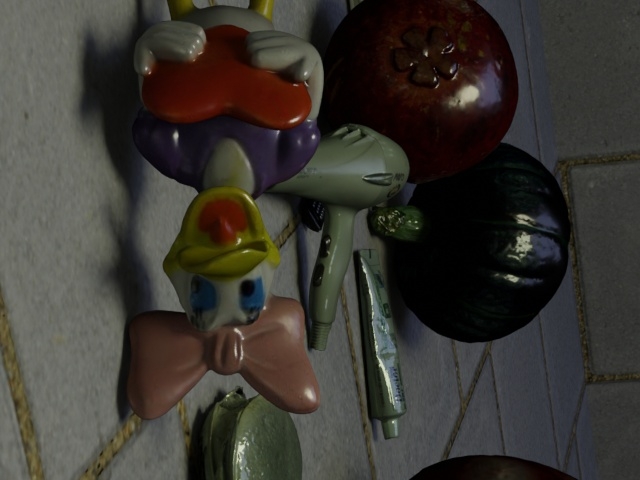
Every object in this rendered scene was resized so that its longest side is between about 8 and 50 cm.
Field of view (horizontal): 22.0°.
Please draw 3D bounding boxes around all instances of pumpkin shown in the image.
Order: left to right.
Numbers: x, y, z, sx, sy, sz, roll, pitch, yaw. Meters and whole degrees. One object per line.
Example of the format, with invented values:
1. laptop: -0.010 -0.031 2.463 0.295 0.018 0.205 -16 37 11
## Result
1. pumpkin: 0.166 -0.007 1.976 0.248 0.248 0.248 -5 90 -74

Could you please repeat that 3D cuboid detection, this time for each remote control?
1. remote control: -0.003 -0.045 1.704 0.034 0.016 0.091 58 28 -26

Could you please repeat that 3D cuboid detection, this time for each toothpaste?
1. toothpaste: 0.067 0.117 1.869 0.064 0.041 0.218 0 82 -68

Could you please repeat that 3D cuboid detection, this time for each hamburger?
1. hamburger: -0.060 0.192 1.369 0.140 0.062 0.133 -54 133 -63

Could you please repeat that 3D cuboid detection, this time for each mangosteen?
1. mangosteen: 0.102 -0.159 1.789 0.257 0.215 0.215 105 -14 -74

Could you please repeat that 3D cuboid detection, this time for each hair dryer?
1. hair dryer: -0.010 -0.021 1.591 0.219 0.088 0.225 31 80 -55

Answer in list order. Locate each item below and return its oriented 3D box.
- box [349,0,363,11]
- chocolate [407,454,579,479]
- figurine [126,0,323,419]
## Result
1. box: 0.091 -0.338 2.011 0.256 0.069 0.164 -33 117 -72
2. chocolate: 0.173 0.404 1.682 0.331 0.384 0.383 -94 171 -59
3. figurine: -0.080 -0.082 1.241 0.193 0.154 0.421 105 -17 -66
